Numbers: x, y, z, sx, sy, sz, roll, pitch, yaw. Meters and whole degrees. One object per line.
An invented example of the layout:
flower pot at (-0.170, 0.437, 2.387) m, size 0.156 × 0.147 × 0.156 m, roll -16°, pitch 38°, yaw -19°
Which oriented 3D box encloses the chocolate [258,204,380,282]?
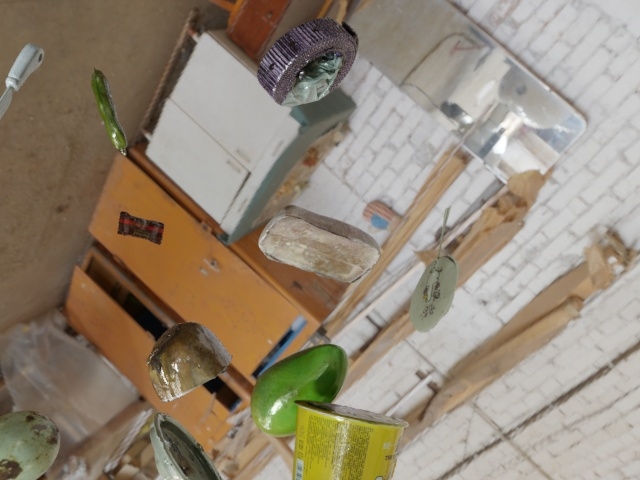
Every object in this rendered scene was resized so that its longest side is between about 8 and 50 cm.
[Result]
chocolate at (0.000, 0.000, 1.556) m, size 0.185 × 0.303 × 0.101 m, roll -43°, pitch -143°, yaw 47°

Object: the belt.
belt at (-0.034, -0.521, 1.830) m, size 0.324 × 0.122 × 0.260 m, roll -31°, pitch 160°, yaw -28°

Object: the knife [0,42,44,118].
knife at (-0.813, -0.373, 1.599) m, size 0.080 × 0.044 × 0.332 m, roll -37°, pitch -149°, yaw 65°

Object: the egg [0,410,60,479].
egg at (-0.721, 0.490, 1.424) m, size 0.231 × 0.169 × 0.169 m, roll -17°, pitch 154°, yaw -39°

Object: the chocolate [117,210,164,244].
chocolate at (-0.608, -0.042, 2.095) m, size 0.182 × 0.028 × 0.086 m, roll 23°, pitch 71°, yaw -51°

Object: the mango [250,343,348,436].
mango at (-0.066, 0.456, 1.921) m, size 0.382 × 0.225 × 0.201 m, roll -45°, pitch -167°, yaw 14°

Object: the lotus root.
lotus root at (-0.421, 0.354, 1.884) m, size 0.272 × 0.192 × 0.272 m, roll -29°, pitch -161°, yaw 11°

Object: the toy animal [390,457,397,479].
toy animal at (0.152, 0.647, 1.902) m, size 0.156 × 0.230 × 0.156 m, roll -13°, pitch -177°, yaw 1°

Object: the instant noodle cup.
instant noodle cup at (0.063, 0.590, 1.675) m, size 0.325 × 0.325 × 0.254 m, roll 90°, pitch 10°, yaw -79°

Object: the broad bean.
broad bean at (-0.547, -0.340, 1.584) m, size 0.046 × 0.255 × 0.065 m, roll -22°, pitch 168°, yaw 1°

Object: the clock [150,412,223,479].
clock at (-0.252, 0.431, 1.156) m, size 0.053 × 0.236 × 0.236 m, roll -37°, pitch 171°, yaw -5°

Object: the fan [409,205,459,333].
fan at (0.331, 0.074, 1.768) m, size 0.233 × 0.012 × 0.415 m, roll -39°, pitch -149°, yaw 54°
